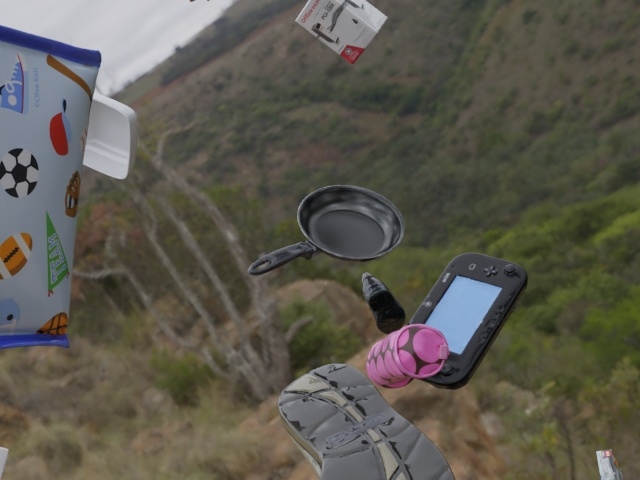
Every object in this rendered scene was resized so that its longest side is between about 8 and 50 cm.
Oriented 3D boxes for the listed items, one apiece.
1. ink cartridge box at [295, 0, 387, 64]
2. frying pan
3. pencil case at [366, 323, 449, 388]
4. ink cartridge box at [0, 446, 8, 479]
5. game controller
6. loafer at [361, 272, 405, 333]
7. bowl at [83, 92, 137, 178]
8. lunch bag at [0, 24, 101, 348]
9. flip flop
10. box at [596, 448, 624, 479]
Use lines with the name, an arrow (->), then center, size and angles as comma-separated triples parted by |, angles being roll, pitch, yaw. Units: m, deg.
ink cartridge box -> 0.037, -0.401, 1.924 | 0.099, 0.135, 0.056 | -48, 9, 48
frying pan -> 0.028, 0.010, 1.886 | 0.326, 0.197, 0.053 | -55, -18, -44
pencil case -> 0.138, 0.182, 1.658 | 0.209, 0.098, 0.095 | 128, 156, -77
ink cartridge box -> -0.658, 0.361, 1.725 | 0.172, 0.237, 0.100 | -15, 57, 47
game controller -> 0.266, 0.148, 2.029 | 0.166, 0.067, 0.319 | 21, 55, 25
loafer -> 0.120, 0.120, 2.025 | 0.062, 0.170, 0.061 | -25, 52, -2
bowl -> -0.376, -0.192, 1.854 | 0.053, 0.142, 0.142 | -47, -27, -48
lunch bag -> -0.407, -0.058, 0.984 | 0.238, 0.328, 0.385 | 6, -1, 33
flip flop -> 0.037, 0.199, 0.890 | 0.112, 0.080, 0.277 | -21, 27, -12
box -> 0.484, 0.408, 1.744 | 0.027, 0.137, 0.094 | -14, 59, 17
